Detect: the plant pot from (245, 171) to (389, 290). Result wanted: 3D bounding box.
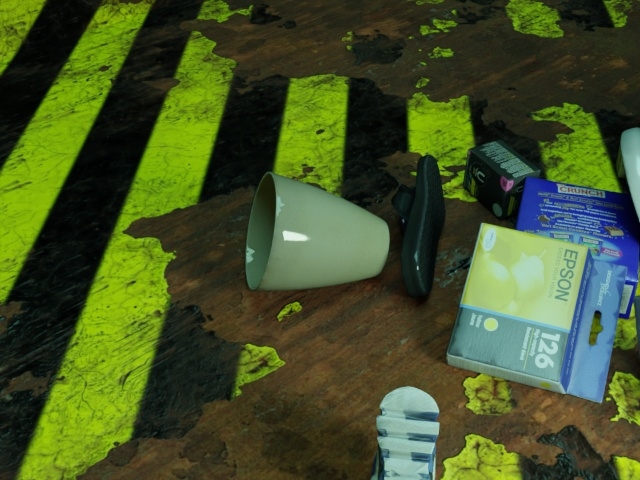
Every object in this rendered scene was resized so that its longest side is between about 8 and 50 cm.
[{"bbox_3d":[0.000,0.000,1.924,0.274,0.256,0.256,9,36,-16],"label":"plant pot"}]

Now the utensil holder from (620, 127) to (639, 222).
[{"bbox_3d":[0.882,-0.139,1.890,0.385,0.328,0.328,-18,30,30],"label":"utensil holder"}]

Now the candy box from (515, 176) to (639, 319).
[{"bbox_3d":[0.567,0.008,1.985,0.268,0.122,0.317,11,42,13],"label":"candy box"}]

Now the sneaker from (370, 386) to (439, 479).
[{"bbox_3d":[0.139,0.417,1.474,0.127,0.182,0.316,8,69,12],"label":"sneaker"}]

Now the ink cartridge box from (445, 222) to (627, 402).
[{"bbox_3d":[0.435,0.137,1.774,0.307,0.072,0.304,12,66,16],"label":"ink cartridge box"}]

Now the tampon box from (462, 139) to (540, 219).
[{"bbox_3d":[0.441,-0.151,2.183,0.101,0.120,0.161,-18,42,-22],"label":"tampon box"}]

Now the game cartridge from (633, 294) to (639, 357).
[{"bbox_3d":[0.673,0.196,1.613,0.060,0.196,0.294,-10,-1,-14],"label":"game cartridge"}]

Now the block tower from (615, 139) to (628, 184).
[{"bbox_3d":[0.934,-0.190,2.261,0.335,0.097,0.091,4,39,7],"label":"block tower"}]

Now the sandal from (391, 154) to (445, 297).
[{"bbox_3d":[0.210,-0.051,2.036,0.107,0.168,0.446,-6,35,20],"label":"sandal"}]
